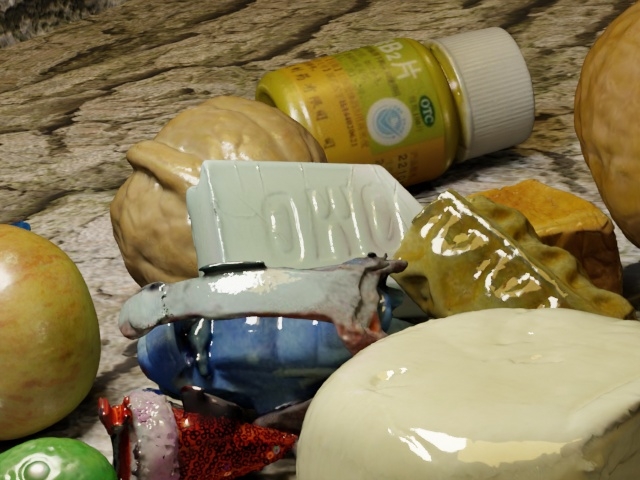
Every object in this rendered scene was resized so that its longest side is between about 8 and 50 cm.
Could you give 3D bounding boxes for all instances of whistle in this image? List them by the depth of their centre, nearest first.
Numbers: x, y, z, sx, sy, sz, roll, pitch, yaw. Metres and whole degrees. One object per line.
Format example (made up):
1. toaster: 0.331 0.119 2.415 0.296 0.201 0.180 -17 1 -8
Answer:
1. whistle: -0.190 0.180 1.617 0.033 0.029 0.083 -8 7 -37

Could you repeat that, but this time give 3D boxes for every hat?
1. hat: -0.101 0.198 1.400 0.227 0.140 0.129 -1 29 -10

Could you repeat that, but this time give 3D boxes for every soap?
1. soap: 0.000 0.000 1.665 0.289 0.173 0.095 1 -28 -24

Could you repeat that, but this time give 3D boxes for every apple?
1. apple: -0.361 0.101 1.617 0.260 0.261 0.194 4 14 36

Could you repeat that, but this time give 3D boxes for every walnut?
1. walnut: 0.455 -0.116 1.627 0.308 0.354 0.398 -37 15 17
2. walnut: -0.126 -0.042 1.848 0.296 0.285 0.285 -56 34 -10

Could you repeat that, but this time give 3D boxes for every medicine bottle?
1. medicine bottle: 0.112 -0.189 2.168 0.384 0.224 0.224 -15 20 -14

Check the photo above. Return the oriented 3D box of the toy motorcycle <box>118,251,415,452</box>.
1. toy motorcycle: -0.057 0.087 1.475 0.319 0.241 0.182 -12 33 21

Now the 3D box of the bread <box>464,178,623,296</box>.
1. bread: 0.250 0.021 1.651 0.143 0.149 0.158 -19 27 -15

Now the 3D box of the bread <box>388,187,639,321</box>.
1. bread: 0.208 0.068 1.460 0.152 0.130 0.267 -39 59 -16

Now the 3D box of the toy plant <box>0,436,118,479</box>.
1. toy plant: -0.319 0.242 1.293 0.218 0.175 0.235 37 61 7

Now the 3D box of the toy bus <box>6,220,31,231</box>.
1. toy bus: -0.492 0.089 1.808 0.287 0.175 0.138 -11 19 -1

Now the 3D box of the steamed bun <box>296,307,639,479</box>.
1. steamed bun: 0.150 0.194 1.101 0.333 0.233 0.312 -13 16 -30
